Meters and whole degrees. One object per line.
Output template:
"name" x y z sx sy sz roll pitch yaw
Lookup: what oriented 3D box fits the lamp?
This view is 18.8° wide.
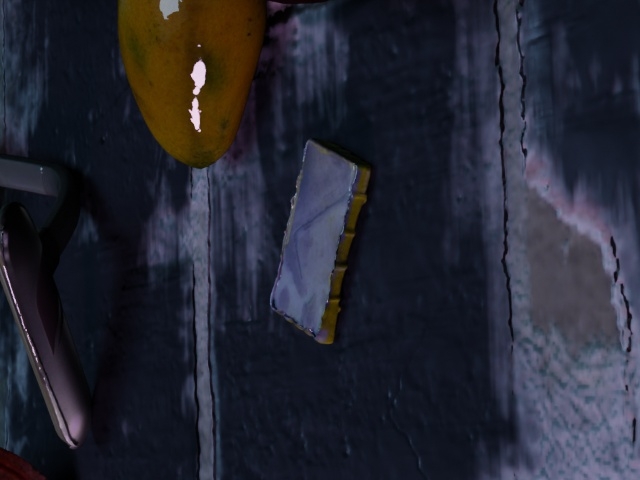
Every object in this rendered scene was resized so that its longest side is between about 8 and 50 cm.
"lamp" -0.239 0.029 1.482 0.283 0.124 0.203 22 126 52

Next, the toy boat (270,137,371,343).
"toy boat" 0.000 0.000 1.178 0.063 0.016 0.115 33 114 53

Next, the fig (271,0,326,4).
"fig" -0.016 -0.244 1.070 0.235 0.214 0.235 17 118 34

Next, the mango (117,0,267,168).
"mango" -0.086 -0.134 1.256 0.111 0.089 0.163 51 137 44

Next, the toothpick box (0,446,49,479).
"toothpick box" -0.337 0.300 1.499 0.333 0.204 0.204 -36 58 48
